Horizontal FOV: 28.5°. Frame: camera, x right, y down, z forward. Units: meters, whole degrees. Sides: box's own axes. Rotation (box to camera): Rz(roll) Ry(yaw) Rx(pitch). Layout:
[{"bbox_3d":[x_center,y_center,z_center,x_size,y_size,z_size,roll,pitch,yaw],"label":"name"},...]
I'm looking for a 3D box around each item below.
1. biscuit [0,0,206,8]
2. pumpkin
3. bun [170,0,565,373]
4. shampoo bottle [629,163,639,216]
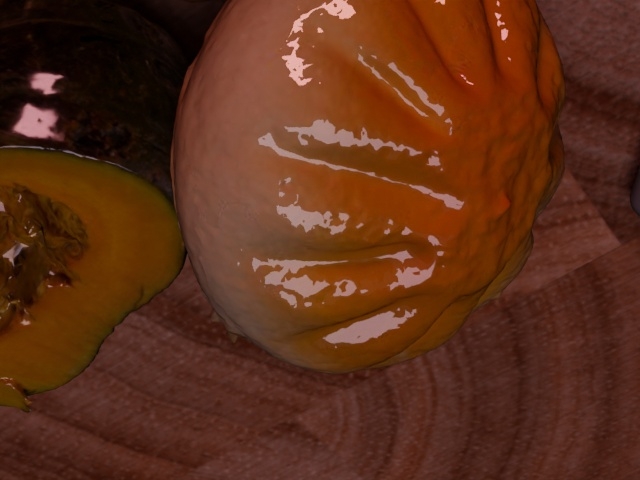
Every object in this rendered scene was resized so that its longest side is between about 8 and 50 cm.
[{"bbox_3d":[-0.149,-0.223,0.766,0.277,0.052,0.262,8,134,-15],"label":"biscuit"},{"bbox_3d":[-0.189,-0.012,0.870,0.221,0.139,0.317,24,128,-30],"label":"pumpkin"},{"bbox_3d":[0.054,-0.046,0.784,0.299,0.164,0.299,-17,117,-37],"label":"bun"},{"bbox_3d":[0.289,-0.084,0.951,0.080,0.040,0.165,1,132,-6],"label":"shampoo bottle"}]
